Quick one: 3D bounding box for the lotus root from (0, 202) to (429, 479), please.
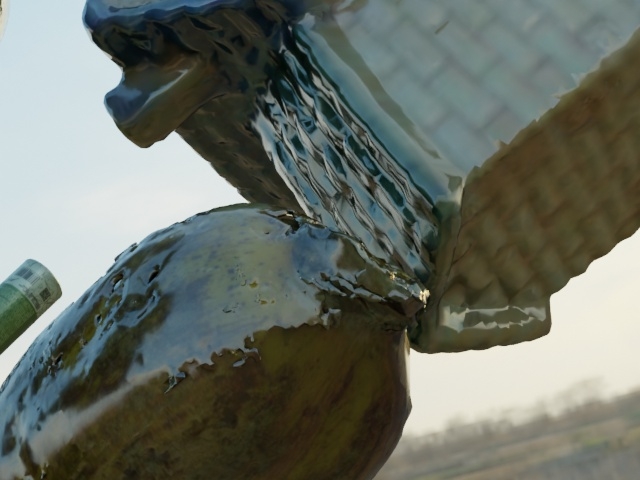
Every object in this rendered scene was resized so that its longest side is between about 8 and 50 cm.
[{"bbox_3d":[-0.084,0.113,0.853,0.196,0.179,0.397,7,-39,-44],"label":"lotus root"}]

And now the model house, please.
[{"bbox_3d":[0.067,-0.128,1.172,0.400,0.445,0.395,-39,-33,-1],"label":"model house"}]

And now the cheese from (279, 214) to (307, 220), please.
[{"bbox_3d":[-0.001,0.000,1.608,0.036,0.162,0.086,-38,-3,-21],"label":"cheese"}]

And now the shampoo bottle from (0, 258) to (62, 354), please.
[{"bbox_3d":[-0.378,0.109,1.633,0.204,0.065,0.065,-47,9,-31],"label":"shampoo bottle"}]

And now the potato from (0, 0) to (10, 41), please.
[{"bbox_3d":[-0.299,-0.168,1.021,0.160,0.235,0.178,-5,-57,-20],"label":"potato"}]
